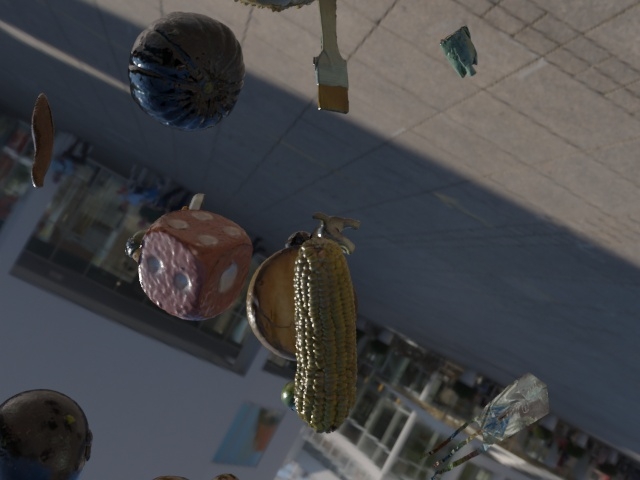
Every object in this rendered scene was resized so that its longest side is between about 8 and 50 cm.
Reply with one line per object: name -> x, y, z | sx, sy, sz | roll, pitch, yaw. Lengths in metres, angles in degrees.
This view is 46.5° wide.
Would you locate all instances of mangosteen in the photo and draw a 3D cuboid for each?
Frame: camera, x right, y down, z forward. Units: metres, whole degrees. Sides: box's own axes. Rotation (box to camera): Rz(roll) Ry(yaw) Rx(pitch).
mangosteen -> -0.687, 0.485, 1.757 | 0.288, 0.288, 0.288 | 28, 176, 2

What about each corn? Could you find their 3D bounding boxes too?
corn -> 0.004, 0.137, 1.088 | 0.101, 0.291, 0.101 | -4, -165, 1

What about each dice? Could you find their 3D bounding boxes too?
dice -> -0.258, 0.045, 1.523 | 0.179, 0.174, 0.174 | 29, -152, 21

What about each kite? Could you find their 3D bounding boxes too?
kite -> 0.331, 0.380, 1.512 | 0.015, 0.310, 0.169 | 49, -163, -13

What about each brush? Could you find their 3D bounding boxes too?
brush -> 0.019, -0.440, 1.629 | 0.086, 0.336, 0.020 | 2, 168, -23

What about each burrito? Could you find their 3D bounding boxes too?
burrito -> 0.336, -0.442, 1.760 | 0.118, 0.074, 0.044 | 57, -157, -19

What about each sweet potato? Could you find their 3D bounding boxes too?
sweet potato -> -0.698, -0.253, 1.874 | 0.058, 0.264, 0.057 | -7, 163, -2

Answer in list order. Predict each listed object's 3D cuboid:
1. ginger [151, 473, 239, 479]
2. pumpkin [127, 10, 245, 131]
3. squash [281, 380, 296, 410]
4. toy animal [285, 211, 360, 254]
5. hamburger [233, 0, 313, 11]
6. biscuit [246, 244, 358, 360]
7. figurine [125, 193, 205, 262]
ginger -> -0.256, 0.490, 1.255 | 0.245, 0.155, 0.304 | 5, -162, 20
pumpkin -> -0.401, -0.508, 2.258 | 0.266, 0.363, 0.363 | 33, 179, 39
squash -> -0.062, 0.464, 2.201 | 0.095, 0.094, 0.341 | 28, 171, 13
toy animal -> 0.009, 0.009, 2.018 | 0.169, 0.121, 0.233 | 24, 147, -14
hamburger -> -0.068, -0.443, 0.962 | 0.302, 0.301, 0.170 | 31, 161, -24
biscuit -> -0.048, 0.162, 1.876 | 0.296, 0.296, 0.102 | 30, 154, -15
figurine -> -0.390, -0.020, 1.838 | 0.141, 0.249, 0.166 | 21, 164, -10
